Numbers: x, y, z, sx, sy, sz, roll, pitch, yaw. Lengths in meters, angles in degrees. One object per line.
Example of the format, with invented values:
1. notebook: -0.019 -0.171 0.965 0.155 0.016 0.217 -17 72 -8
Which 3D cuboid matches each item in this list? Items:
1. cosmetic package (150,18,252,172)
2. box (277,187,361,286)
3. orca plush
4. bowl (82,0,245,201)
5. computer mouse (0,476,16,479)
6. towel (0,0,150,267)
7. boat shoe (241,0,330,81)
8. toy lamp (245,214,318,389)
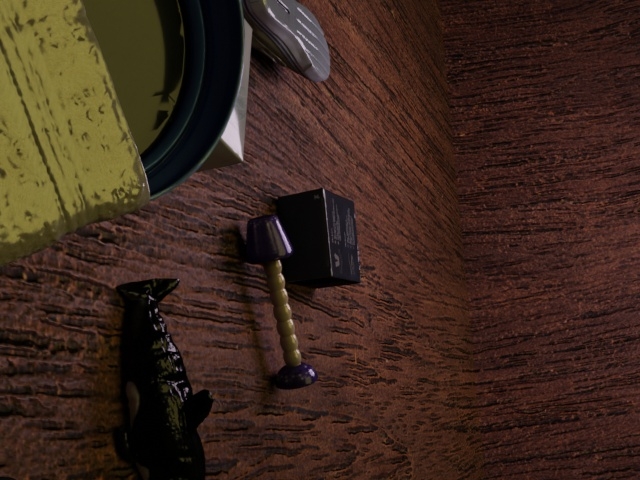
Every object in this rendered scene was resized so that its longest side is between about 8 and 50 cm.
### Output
1. cosmetic package: -0.198 -0.235 1.182 0.224 0.138 0.225 47 38 -56
2. box: 0.000 0.000 1.648 0.158 0.093 0.156 18 65 -68
3. orca plush: -0.168 0.186 1.132 0.151 0.102 0.287 29 54 -64
4. bowl: -0.251 -0.219 0.913 0.391 0.077 0.391 2 86 -42
5. computer mouse: -0.325 0.267 0.784 0.242 0.041 0.071 -30 111 -67
6. towel: -0.274 -0.130 0.809 0.187 0.049 0.282 -28 108 -37
7. boat shoe: -0.074 -0.365 1.605 0.302 0.094 0.109 37 51 -59
8. toy lamp: -0.066 0.096 1.470 0.080 0.080 0.275 -32 114 -67
